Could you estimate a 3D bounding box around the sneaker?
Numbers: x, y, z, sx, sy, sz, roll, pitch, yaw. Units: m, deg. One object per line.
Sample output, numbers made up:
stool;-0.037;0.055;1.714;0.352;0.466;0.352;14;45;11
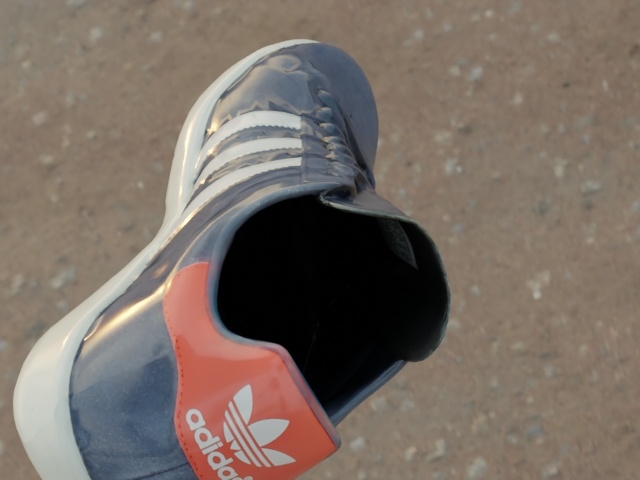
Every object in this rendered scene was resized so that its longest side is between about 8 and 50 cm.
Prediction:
sneaker;0.000;0.000;0.689;0.148;0.131;0.350;-18;28;29
